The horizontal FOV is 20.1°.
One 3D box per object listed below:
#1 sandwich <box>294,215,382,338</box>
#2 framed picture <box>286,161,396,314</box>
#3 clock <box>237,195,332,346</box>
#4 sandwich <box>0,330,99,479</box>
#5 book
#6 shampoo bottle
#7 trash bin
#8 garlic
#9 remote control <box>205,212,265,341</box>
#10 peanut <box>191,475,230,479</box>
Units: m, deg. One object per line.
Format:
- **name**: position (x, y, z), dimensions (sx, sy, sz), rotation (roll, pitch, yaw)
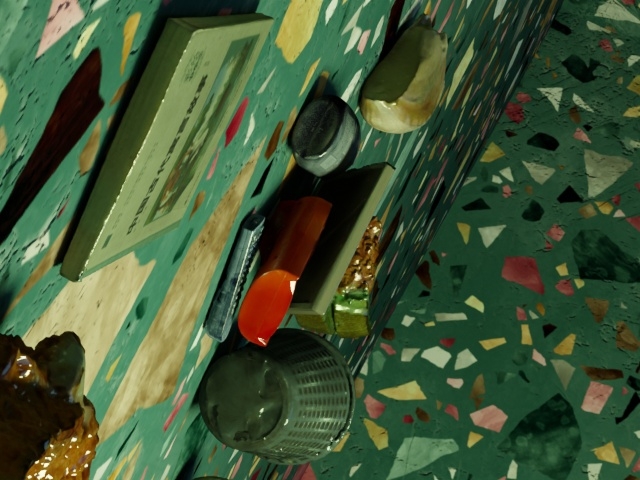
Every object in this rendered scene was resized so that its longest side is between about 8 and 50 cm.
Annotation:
- **sandwich**: position (0.028, 0.055, 2.563), dimensions (0.185, 0.109, 0.160), rotation (78, 19, -75)
- **framed picture**: position (0.001, 0.000, 2.124), dimensions (0.192, 0.018, 0.265), rotation (-63, -166, -9)
- **clock**: position (-0.046, 0.030, 2.009), dimensions (0.155, 0.061, 0.113), rotation (-69, -175, -53)
- **sandwich**: position (-0.226, 0.159, 1.196), dimensions (0.292, 0.109, 0.212), rotation (3, 106, -84)
- **book**: position (-0.114, -0.082, 1.424), dimensions (0.215, 0.025, 0.282), rotation (-65, 174, 14)
- **shampoo bottle**: position (0.011, -0.113, 2.043), dimensions (0.087, 0.049, 0.233), rotation (-62, 172, 1)
- **trash bin**: position (-0.062, 0.191, 2.186), dimensions (0.175, 0.175, 0.161), rotation (-65, 162, 6)
- **garlic**: position (0.111, -0.199, 2.318), dimensions (0.195, 0.087, 0.101), rotation (-54, 155, -39)
- **remote control**: position (-0.094, 0.043, 1.960), dimensions (0.043, 0.027, 0.152), rotation (-41, 155, -61)
- **peanut**: position (-0.154, 0.396, 2.350), dimensions (0.129, 0.129, 0.224), rotation (-57, 170, -39)
